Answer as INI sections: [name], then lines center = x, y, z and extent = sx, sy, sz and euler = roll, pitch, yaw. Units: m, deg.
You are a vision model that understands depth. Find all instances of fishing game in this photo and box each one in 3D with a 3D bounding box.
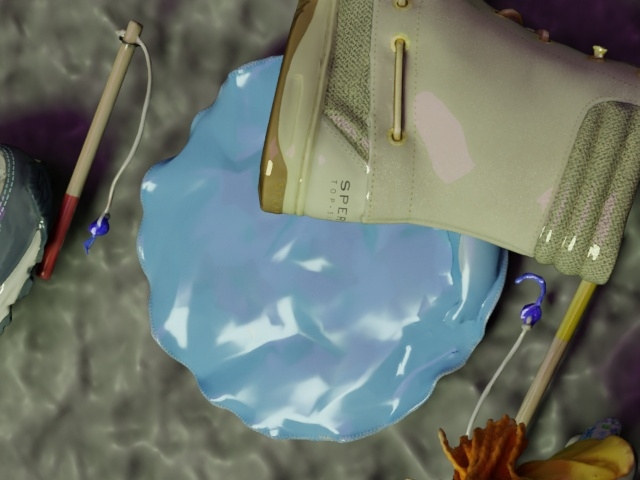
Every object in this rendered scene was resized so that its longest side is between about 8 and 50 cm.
[fishing game]
center = 0.000, 0.000, 0.878
extent = 0.264, 0.041, 0.189
euler = 23, 100, 17

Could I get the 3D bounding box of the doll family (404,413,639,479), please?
[doll family]
center = 0.075, 0.164, 0.781
extent = 0.118, 0.163, 0.263
euler = 29, 103, 20

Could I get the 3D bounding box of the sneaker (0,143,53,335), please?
[sneaker]
center = -0.263, 0.017, 0.930
extent = 0.283, 0.122, 0.110
euler = -23, 50, 22

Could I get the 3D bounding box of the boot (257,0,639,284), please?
[boot]
center = 0.073, -0.091, 0.815
extent = 0.165, 0.077, 0.213
euler = 14, 66, 2
